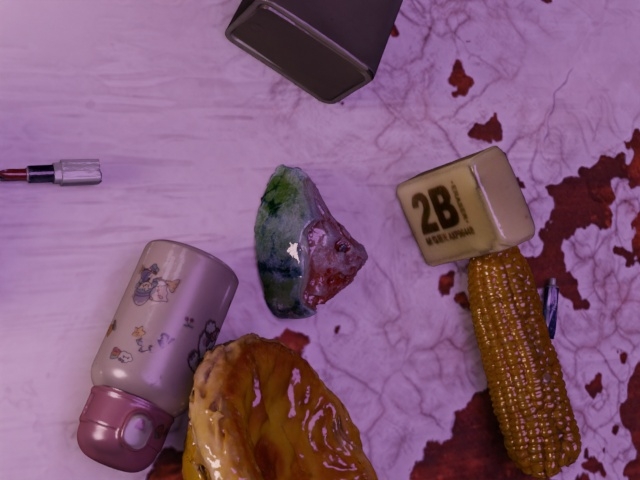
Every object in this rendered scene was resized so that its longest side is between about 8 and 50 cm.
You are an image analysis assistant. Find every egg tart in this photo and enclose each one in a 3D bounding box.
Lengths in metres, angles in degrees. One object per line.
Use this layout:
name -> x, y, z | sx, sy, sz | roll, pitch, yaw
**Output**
egg tart -> -0.053, 0.237, 1.080 | 0.295, 0.116, 0.294 | 46, 26, -29

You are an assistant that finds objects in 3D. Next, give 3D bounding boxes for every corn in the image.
corn -> 0.246, 0.147, 1.308 | 0.102, 0.102, 0.312 | -15, 86, -29

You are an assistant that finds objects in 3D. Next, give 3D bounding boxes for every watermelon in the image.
watermelon -> 0.000, 0.000, 1.221 | 0.139, 0.071, 0.187 | 7, 78, -31

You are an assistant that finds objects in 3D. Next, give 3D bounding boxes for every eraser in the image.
eraser -> 0.171, -0.038, 1.255 | 0.058, 0.172, 0.117 | -23, 93, -28

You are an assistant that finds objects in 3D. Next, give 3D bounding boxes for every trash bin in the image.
trash bin -> 0.014, -0.316, 1.254 | 0.164, 0.122, 0.240 | 30, 67, -20

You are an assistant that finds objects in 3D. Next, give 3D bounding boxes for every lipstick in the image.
lipstick -> -0.287, -0.071, 1.102 | 0.107, 0.025, 0.025 | -3, 81, -23

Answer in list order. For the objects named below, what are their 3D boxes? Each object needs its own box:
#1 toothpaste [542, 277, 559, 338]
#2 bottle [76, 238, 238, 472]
toothpaste -> 0.307, 0.091, 1.394 | 0.027, 0.019, 0.083 | 13, 78, -43
bottle -> -0.174, 0.122, 1.079 | 0.110, 0.110, 0.233 | 29, 68, -21
